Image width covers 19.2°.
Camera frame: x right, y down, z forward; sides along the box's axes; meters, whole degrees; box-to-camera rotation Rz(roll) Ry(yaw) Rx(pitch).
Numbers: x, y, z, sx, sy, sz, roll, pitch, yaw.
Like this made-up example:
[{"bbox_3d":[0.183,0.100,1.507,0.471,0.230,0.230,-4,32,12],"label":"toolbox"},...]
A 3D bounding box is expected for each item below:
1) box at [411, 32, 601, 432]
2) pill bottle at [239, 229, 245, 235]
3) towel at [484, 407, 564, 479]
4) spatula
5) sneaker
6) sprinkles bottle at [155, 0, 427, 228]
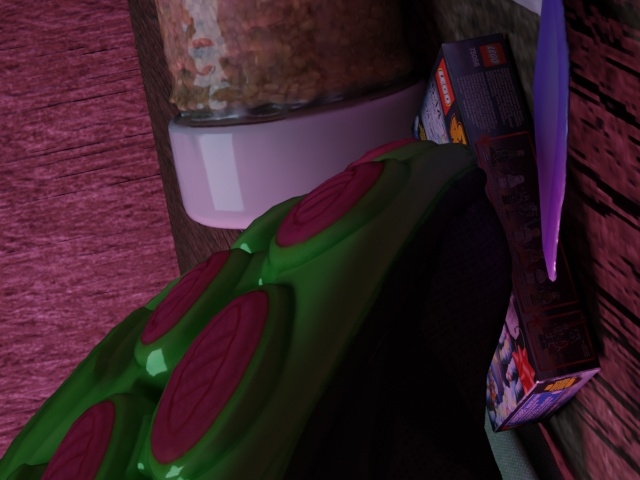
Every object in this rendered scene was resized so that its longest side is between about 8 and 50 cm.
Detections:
[{"bbox_3d":[0.070,0.000,0.743,0.094,0.027,0.137,107,150,-71],"label":"box"},{"bbox_3d":[0.000,0.000,1.008,0.086,0.086,0.152,-115,15,-57],"label":"pill bottle"},{"bbox_3d":[-0.017,0.154,0.905,0.325,0.038,0.248,-53,35,25],"label":"towel"},{"bbox_3d":[0.052,-0.118,0.684,0.084,0.030,0.296,89,167,-48],"label":"spatula"},{"bbox_3d":[-0.001,0.156,0.550,0.202,0.185,0.483,42,-144,-25],"label":"sneaker"},{"bbox_3d":[-0.033,-0.188,0.840,0.121,0.121,0.355,-136,35,-75],"label":"sprinkles bottle"}]
